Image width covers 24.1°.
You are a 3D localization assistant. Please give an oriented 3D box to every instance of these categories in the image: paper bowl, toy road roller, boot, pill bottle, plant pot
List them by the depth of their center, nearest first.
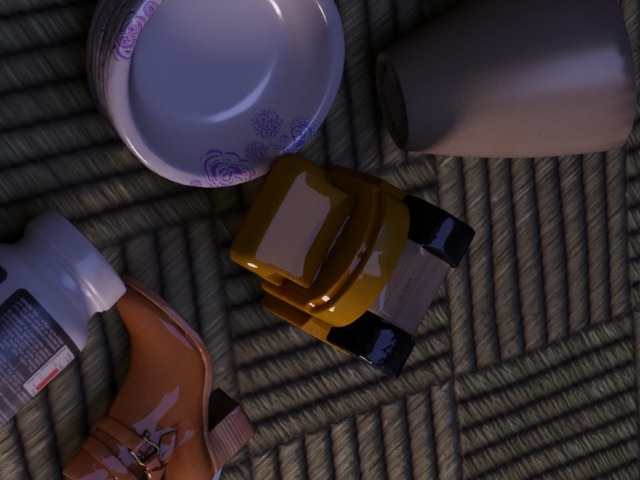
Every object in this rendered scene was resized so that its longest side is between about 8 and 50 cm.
[{"bbox_3d":[-0.358,0.104,1.654,0.278,0.162,0.162,-44,122,-14],"label":"pill bottle"},{"bbox_3d":[-0.126,-0.214,1.700,0.284,0.148,0.284,-13,120,-23],"label":"paper bowl"},{"bbox_3d":[0.000,0.000,1.759,0.240,0.329,0.203,31,86,-25],"label":"toy road roller"},{"bbox_3d":[-0.227,0.202,1.798,0.220,0.109,0.283,-38,122,-18],"label":"boot"},{"bbox_3d":[0.217,-0.206,1.900,0.274,0.256,0.257,-15,112,-10],"label":"plant pot"}]

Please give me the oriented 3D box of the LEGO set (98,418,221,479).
[{"bbox_3d":[-0.226,0.358,1.876,0.182,0.060,0.244,17,95,-30],"label":"LEGO set"}]
